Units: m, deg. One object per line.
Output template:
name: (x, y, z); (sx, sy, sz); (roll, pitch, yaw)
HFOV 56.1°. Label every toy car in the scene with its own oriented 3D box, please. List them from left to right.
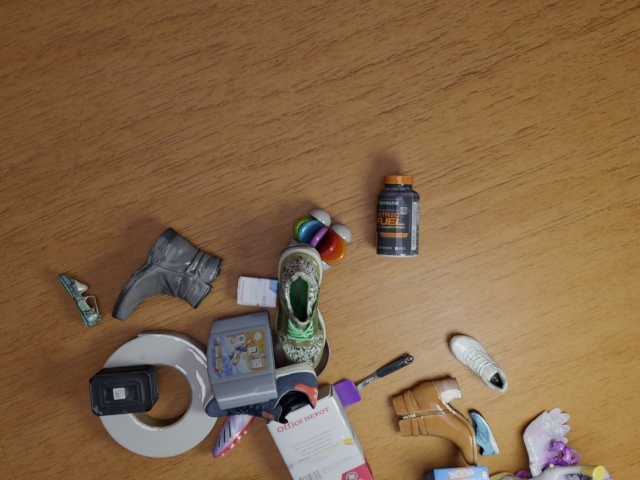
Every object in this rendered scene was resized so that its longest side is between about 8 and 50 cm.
toy car: (0.000, 0.000, 1.819); (0.182, 0.136, 0.159); (36, 92, -4)

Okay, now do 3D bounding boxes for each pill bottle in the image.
pill bottle: (0.235, -0.076, 1.826); (0.130, 0.130, 0.246); (0, 93, -2)

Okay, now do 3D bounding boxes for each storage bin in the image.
storage bin: (-0.582, 0.444, 1.787); (0.180, 0.084, 0.122); (-5, 94, -2)

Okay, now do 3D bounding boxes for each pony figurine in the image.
pony figurine: (0.700, 0.718, 1.820); (0.350, 0.363, 0.303); (-22, 87, -16)

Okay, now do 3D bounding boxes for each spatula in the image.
spatula: (0.164, 0.439, 1.907); (0.296, 0.030, 0.084); (-30, 94, 1)

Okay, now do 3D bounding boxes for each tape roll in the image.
tape roll: (-0.496, 0.473, 1.868); (0.391, 0.072, 0.393); (0, 93, -1)

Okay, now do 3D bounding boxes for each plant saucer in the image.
plant saucer: (-0.070, 0.349, 1.891); (0.198, 0.036, 0.199); (0, 93, -2)

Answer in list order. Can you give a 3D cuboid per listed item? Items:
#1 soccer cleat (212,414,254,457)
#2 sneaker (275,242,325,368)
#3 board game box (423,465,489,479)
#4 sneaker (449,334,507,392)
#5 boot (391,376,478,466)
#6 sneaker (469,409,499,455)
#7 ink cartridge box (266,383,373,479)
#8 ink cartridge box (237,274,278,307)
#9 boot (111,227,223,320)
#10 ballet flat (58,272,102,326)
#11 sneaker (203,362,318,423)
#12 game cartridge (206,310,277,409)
soccer cleat: (-0.265, 0.569, 1.884); (0.095, 0.083, 0.248); (41, 91, 11)
sneaker: (-0.067, 0.224, 1.751); (0.157, 0.182, 0.411); (-3, 111, 3)
board game box: (0.412, 0.731, 1.849); (0.160, 0.210, 0.047); (-3, 64, -2)
sneaker: (0.504, 0.383, 1.871); (0.232, 0.115, 0.090); (40, 92, -4)
boot: (0.359, 0.585, 1.872); (0.220, 0.109, 0.284); (-19, 84, 5)
sneaker: (0.510, 0.619, 1.915); (0.073, 0.063, 0.162); (-24, 94, 3)
ink cartridge box: (0.000, 0.636, 1.864); (0.226, 0.131, 0.306); (-24, 93, 2)
ink cartridge box: (-0.194, 0.157, 1.866); (0.122, 0.052, 0.089); (6, 93, -3)
boot: (-0.463, 0.150, 1.831); (0.222, 0.118, 0.338); (36, 96, -9)
ballet flat: (-0.735, 0.174, 1.852); (0.070, 0.070, 0.189); (-27, 96, 0)
sneaker: (-0.174, 0.479, 1.765); (0.349, 0.148, 0.131); (-19, 137, 2)
game cartridge: (-0.237, 0.347, 1.780); (0.197, 0.297, 0.062); (-8, 137, -4)
